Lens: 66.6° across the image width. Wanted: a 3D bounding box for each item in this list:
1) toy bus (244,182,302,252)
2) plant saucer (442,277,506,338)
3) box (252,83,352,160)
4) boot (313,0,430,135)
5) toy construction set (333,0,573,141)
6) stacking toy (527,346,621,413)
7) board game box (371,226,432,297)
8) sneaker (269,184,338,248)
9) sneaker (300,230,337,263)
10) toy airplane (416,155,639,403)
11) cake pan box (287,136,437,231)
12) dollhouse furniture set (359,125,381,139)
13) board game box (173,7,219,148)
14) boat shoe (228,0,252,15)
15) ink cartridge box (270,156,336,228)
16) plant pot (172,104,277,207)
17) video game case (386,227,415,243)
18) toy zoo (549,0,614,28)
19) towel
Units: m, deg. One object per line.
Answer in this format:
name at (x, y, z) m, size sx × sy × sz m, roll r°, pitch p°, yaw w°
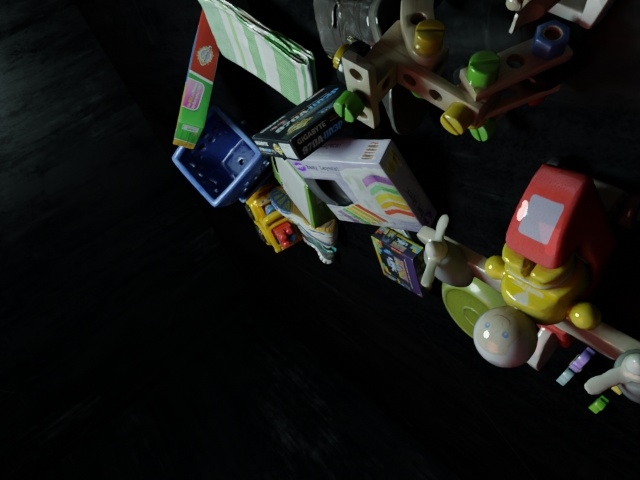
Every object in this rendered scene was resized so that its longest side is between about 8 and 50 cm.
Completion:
toy bus at (-0.156, -0.067, 1.718) m, size 0.220 × 0.150 × 0.211 m, roll 65°, pitch 172°, yaw -29°
plant saucer at (0.374, 0.174, 1.154) m, size 0.241 × 0.037 × 0.241 m, roll 44°, pitch 159°, yaw 22°
box at (-0.012, -0.249, 1.010) m, size 0.175 × 0.220 × 0.051 m, roll 24°, pitch 149°, yaw 56°
boot at (0.084, -0.332, 0.877) m, size 0.229 × 0.091 × 0.262 m, roll 37°, pitch 153°, yaw 51°
toy construction set at (0.150, -0.215, 0.580) m, size 0.257 × 0.237 × 0.309 m, roll 49°, pitch 169°, yaw -6°
stacking toy at (0.505, 0.256, 0.971) m, size 0.167 × 0.052 × 0.221 m, roll 41°, pitch 159°, yaw 30°
board game box at (0.213, 0.057, 1.272) m, size 0.141 × 0.048 × 0.170 m, roll 33°, pitch 158°, yaw 41°
sneaker at (-0.059, -0.073, 1.606) m, size 0.296 × 0.112 × 0.130 m, roll 40°, pitch 158°, yaw 34°
sneaker at (0.000, 0.000, 1.702) m, size 0.166 × 0.065 × 0.076 m, roll 47°, pitch 144°, yaw 7°
toy airplane at (0.335, 0.098, 0.742) m, size 0.384 × 0.272 × 0.386 m, roll 52°, pitch 161°, yaw -2°
cake pan box at (0.087, -0.121, 1.057) m, size 0.267 × 0.070 × 0.245 m, roll 13°, pitch 154°, yaw 41°
dollhouse furniture set at (0.090, -0.197, 1.088) m, size 0.059 × 0.076 × 0.151 m, roll 42°, pitch 159°, yaw 27°
board game box at (-0.343, -0.439, 1.364) m, size 0.064 × 0.316 × 0.242 m, roll 12°, pitch 172°, yaw -20°
boat shoe at (-0.215, -0.569, 1.120) m, size 0.076 × 0.083 × 0.226 m, roll 43°, pitch 160°, yaw 24°
ink cartridge box at (-0.052, -0.189, 1.412) m, size 0.255 × 0.097 × 0.188 m, roll 53°, pitch 165°, yaw 32°
plant pot at (-0.284, -0.260, 1.563) m, size 0.236 × 0.236 × 0.212 m, roll 48°, pitch -162°, yaw 13°
video game case at (0.186, -0.036, 1.253) m, size 0.122 × 0.011 × 0.087 m, roll 56°, pitch 161°, yaw -10°
toy zoo at (0.239, -0.357, 0.522) m, size 0.293 × 0.030 × 0.192 m, roll 42°, pitch 158°, yaw 29°
towel at (-0.137, -0.428, 1.138) m, size 0.325 × 0.038 × 0.248 m, roll 36°, pitch 170°, yaw 13°
